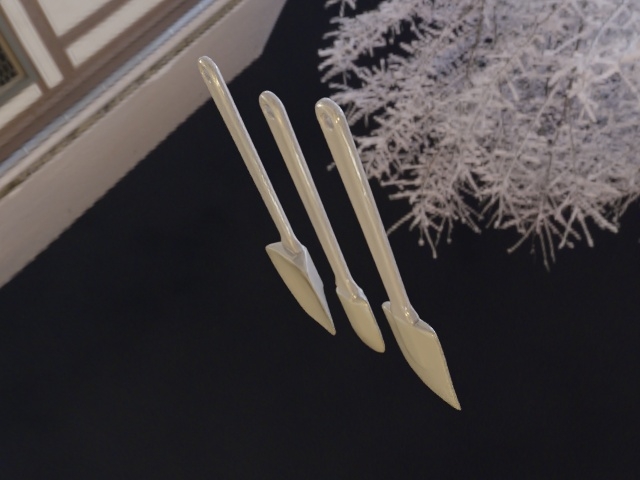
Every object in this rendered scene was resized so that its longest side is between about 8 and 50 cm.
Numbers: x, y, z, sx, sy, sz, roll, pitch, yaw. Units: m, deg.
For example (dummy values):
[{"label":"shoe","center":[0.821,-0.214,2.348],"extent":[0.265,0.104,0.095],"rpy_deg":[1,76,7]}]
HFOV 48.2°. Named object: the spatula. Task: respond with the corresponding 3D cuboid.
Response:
[{"label":"spatula","center":[0.000,0.000,0.449],"extent":[0.019,0.242,0.168],"rpy_deg":[-40,-138,-17]}]
